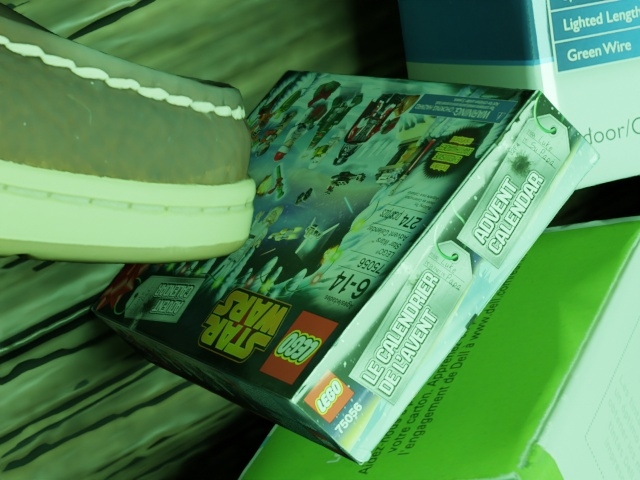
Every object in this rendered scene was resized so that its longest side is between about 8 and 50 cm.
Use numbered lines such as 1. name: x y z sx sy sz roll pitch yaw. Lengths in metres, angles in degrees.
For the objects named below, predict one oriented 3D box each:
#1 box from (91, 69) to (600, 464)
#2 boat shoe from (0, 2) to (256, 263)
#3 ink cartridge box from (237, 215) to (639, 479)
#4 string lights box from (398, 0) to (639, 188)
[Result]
1. box: 0.000 0.000 0.470 0.027 0.137 0.094 43 77 -24
2. boat shoe: -0.154 -0.085 0.382 0.342 0.123 0.123 19 91 -25
3. ink cartridge box: 0.095 0.075 0.574 0.188 0.097 0.255 65 34 -22
4. string lights box: 0.082 -0.153 0.488 0.133 0.077 0.259 -13 101 -22
